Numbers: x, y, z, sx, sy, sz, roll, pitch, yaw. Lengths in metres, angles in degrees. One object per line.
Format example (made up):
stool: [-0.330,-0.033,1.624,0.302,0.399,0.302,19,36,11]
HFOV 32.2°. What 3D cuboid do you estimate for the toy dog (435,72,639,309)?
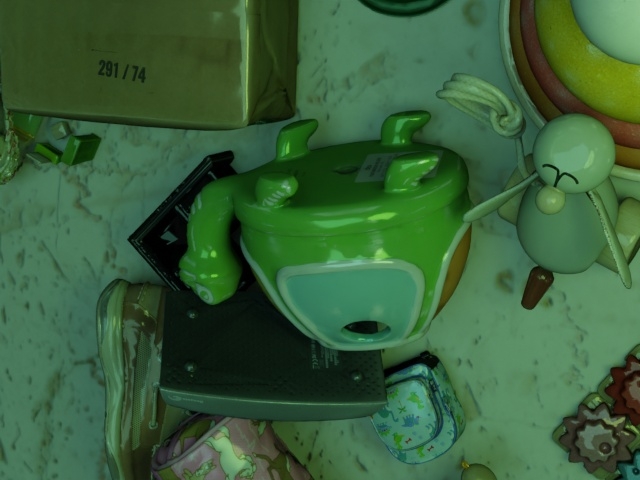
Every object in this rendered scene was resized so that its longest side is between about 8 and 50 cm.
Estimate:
toy dog: [0.231,-0.017,1.118,0.220,0.334,0.161,24,86,38]

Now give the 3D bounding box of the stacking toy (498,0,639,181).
stacking toy: [0.298,-0.199,0.970,0.351,0.480,0.350,4,101,18]

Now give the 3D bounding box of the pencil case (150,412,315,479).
pencil case: [-0.031,0.361,1.330,0.167,0.160,0.386,-37,94,-7]

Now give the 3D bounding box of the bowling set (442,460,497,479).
bowling set: [0.212,0.392,1.306,0.154,0.200,0.287,-40,89,-22]

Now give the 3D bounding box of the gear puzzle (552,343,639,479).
gear puzzle: [0.423,0.165,1.224,0.175,0.044,0.339,41,109,8]

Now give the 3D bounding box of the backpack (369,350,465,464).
backpack: [0.110,0.206,1.316,0.105,0.084,0.114,-26,94,24]

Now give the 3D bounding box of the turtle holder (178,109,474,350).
turtle holder: [0.011,0.005,1.220,0.320,0.243,0.227,-15,113,-13]

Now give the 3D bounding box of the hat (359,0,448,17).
hat: [0.060,-0.343,1.182,0.173,0.183,0.208,-25,91,21]

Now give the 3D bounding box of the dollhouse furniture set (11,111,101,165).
dollhouse furniture set: [-0.362,-0.146,1.426,0.152,0.058,0.076,31,107,11]

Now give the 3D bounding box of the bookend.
bookend: [-0.125,0.001,1.365,0.156,0.072,0.157,-43,85,20]

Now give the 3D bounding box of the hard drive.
hard drive: [-0.057,0.135,1.287,0.255,0.172,0.054,4,131,-9]

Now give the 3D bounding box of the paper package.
paper package: [-0.200,-0.287,1.290,0.325,0.168,0.309,5,102,17]

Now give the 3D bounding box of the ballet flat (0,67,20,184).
ballet flat: [-0.418,-0.148,1.356,0.091,0.077,0.241,2,132,-5]

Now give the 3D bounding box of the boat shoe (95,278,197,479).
boat shoe: [-0.209,0.207,1.408,0.116,0.123,0.324,-3,106,2]
